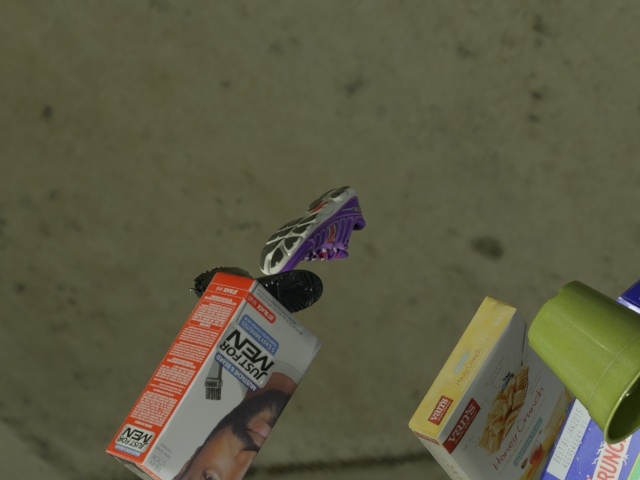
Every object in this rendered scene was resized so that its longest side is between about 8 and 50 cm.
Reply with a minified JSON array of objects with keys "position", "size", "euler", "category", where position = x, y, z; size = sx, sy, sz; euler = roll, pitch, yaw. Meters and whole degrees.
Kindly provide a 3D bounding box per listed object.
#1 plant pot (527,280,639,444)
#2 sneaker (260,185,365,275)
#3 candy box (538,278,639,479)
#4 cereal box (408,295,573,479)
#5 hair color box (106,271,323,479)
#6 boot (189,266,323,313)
[{"position":[0.169,0.067,1.038],"size":[0.079,0.083,0.083],"euler":[39,151,26],"category":"plant pot"},{"position":[0.000,0.000,1.963],"size":[0.068,0.170,0.071],"euler":[-17,107,48],"category":"sneaker"},{"position":[0.328,0.126,1.532],"size":[0.122,0.317,0.268],"euler":[32,125,21],"category":"candy box"},{"position":[0.196,0.192,1.921],"size":[0.047,0.173,0.240],"euler":[22,162,35],"category":"cereal box"},{"position":[-0.079,0.119,1.325],"size":[0.053,0.167,0.093],"euler":[11,154,49],"category":"hair color box"},{"position":[-0.070,0.051,1.814],"size":[0.099,0.121,0.045],"euler":[28,132,63],"category":"boot"}]
